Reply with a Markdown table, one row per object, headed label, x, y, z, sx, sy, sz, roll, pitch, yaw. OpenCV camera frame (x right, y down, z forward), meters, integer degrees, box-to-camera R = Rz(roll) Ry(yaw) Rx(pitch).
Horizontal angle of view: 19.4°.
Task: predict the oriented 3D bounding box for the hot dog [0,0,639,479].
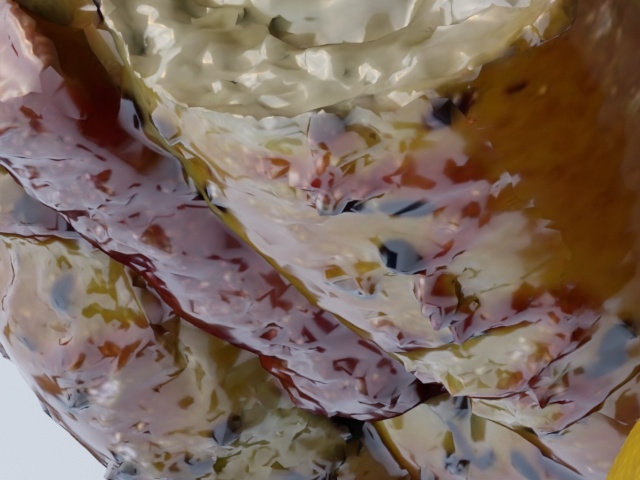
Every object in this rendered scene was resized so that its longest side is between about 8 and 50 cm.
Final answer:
| label | x | y | z | sx | sy | sz | roll | pitch | yaw |
| --- | --- | --- | --- | --- | --- | --- | --- | --- | --- |
| hot dog | 0.000 | 0.000 | 0.731 | 0.367 | 0.196 | 0.365 | 3 | 148 | 36 |

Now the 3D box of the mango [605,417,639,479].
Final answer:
| label | x | y | z | sx | sy | sz | roll | pitch | yaw |
| --- | --- | --- | --- | --- | --- | --- | --- | --- | --- |
| mango | 0.142 | 0.070 | 0.426 | 0.144 | 0.187 | 0.359 | 44 | 177 | 5 |
